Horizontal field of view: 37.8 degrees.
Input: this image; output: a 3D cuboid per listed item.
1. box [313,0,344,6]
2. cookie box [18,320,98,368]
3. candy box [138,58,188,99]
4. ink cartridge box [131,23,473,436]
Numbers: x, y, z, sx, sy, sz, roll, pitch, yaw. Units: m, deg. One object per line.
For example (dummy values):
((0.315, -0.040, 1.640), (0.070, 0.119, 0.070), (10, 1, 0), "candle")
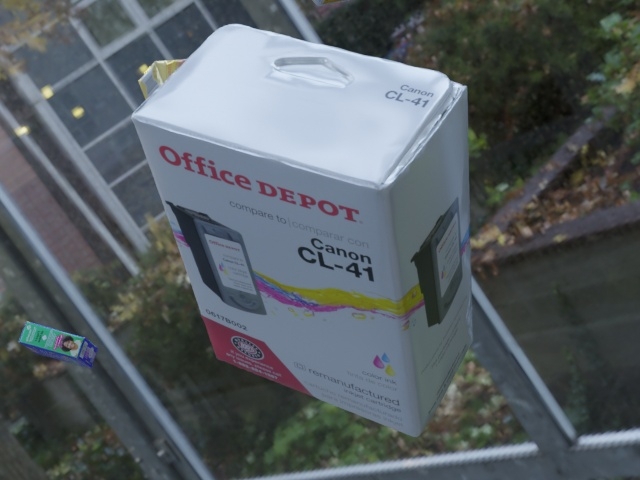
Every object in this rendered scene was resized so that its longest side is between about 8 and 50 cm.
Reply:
((0.032, -0.510, 1.706), (0.103, 0.114, 0.203), (-44, -3, 30), "box")
((-0.444, 0.178, 1.589), (0.092, 0.107, 0.040), (87, -162, -72), "cookie box")
((-0.137, -0.131, 1.148), (0.109, 0.187, 0.053), (-13, -15, -41), "candy box")
((0.000, 0.000, 0.776), (0.226, 0.306, 0.131), (18, 54, 26), "ink cartridge box")
